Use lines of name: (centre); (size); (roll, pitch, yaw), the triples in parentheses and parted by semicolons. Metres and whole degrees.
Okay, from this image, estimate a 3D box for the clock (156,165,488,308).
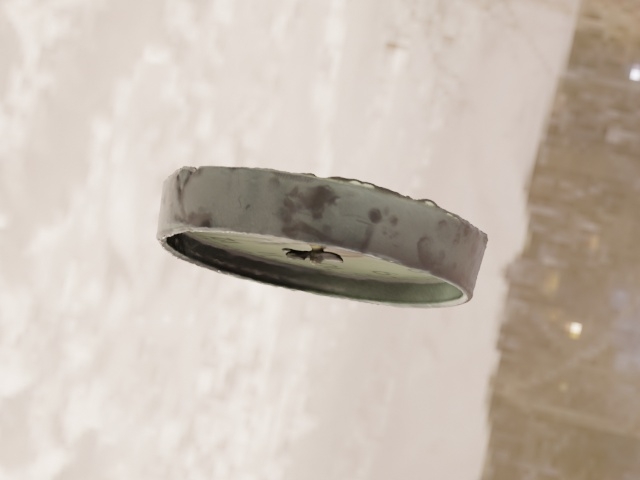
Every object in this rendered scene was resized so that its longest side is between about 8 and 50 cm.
clock: (0.000, 0.000, 1.897); (0.325, 0.325, 0.067); (68, 32, -77)
